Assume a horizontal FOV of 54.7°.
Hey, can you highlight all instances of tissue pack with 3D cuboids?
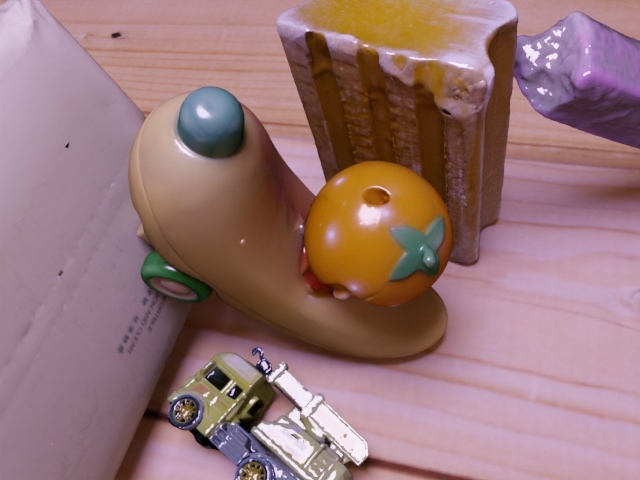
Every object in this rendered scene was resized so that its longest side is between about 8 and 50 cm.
[{"bbox_3d":[-0.269,0.044,0.489,0.207,0.297,0.380,1,57,32],"label":"tissue pack"}]

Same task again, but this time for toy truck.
[{"bbox_3d":[-0.040,0.162,0.521,0.169,0.077,0.100,34,70,28],"label":"toy truck"}]

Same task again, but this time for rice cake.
[{"bbox_3d":[0.328,-0.102,0.532,0.399,0.064,0.070,10,64,-26],"label":"rice cake"}]

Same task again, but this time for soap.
[{"bbox_3d":[0.075,-0.096,0.551,0.173,0.274,0.089,24,70,23],"label":"soap"}]

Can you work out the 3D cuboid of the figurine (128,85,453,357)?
[{"bbox_3d":[0.000,0.000,0.489,0.222,0.325,0.124,-19,46,46],"label":"figurine"}]
